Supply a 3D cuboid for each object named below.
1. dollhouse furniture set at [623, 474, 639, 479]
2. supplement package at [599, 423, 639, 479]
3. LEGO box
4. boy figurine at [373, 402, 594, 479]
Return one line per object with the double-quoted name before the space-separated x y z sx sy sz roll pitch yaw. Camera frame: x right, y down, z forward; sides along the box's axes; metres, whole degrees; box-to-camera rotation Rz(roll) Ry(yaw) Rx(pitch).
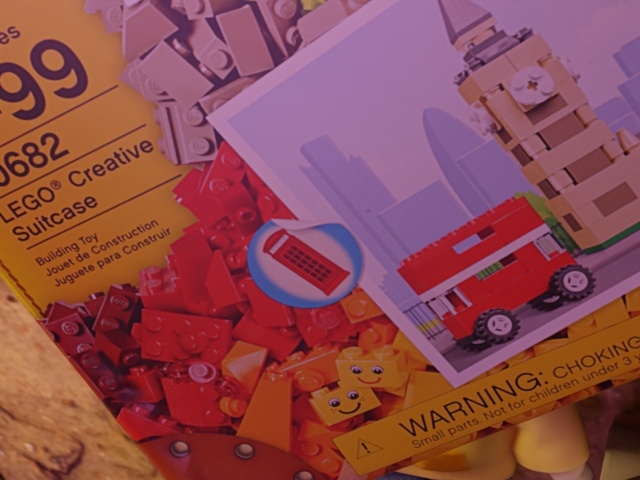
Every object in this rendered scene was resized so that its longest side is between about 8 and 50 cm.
"dollhouse furniture set" 0.202 0.296 0.611 0.362 0.256 0.394 -20 95 18
"supplement package" 0.245 0.235 0.802 0.194 0.149 0.203 7 103 14
"LEGO box" 0.087 -0.160 0.488 0.500 0.193 0.372 -25 117 19
"boy figurine" 0.078 0.110 0.836 0.177 0.092 0.285 15 139 8
